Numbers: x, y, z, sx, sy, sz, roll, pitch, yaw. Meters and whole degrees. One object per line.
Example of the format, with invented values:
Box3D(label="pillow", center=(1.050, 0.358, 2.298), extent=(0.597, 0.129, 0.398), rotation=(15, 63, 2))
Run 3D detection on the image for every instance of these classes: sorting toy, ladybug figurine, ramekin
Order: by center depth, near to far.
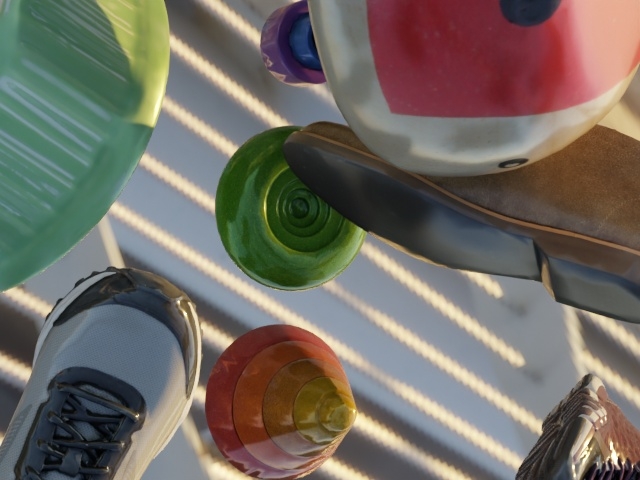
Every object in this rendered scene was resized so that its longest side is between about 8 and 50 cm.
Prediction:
Box3D(label="ladybug figurine", center=(0.122, -0.234, 1.207), extent=(0.305, 0.162, 0.449), rotation=(-39, 137, -39))
Box3D(label="ramekin", center=(-0.269, -0.121, 1.327), extent=(0.303, 0.303, 0.148), rotation=(-34, 144, 15))
Box3D(label="sorting toy", center=(0.000, 0.000, 1.418), extent=(0.127, 0.366, 0.126), rotation=(4, 178, -24))

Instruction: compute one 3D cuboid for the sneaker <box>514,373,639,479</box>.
Box3D(label="sneaker", center=(0.294, 0.235, 1.915), extent=(0.106, 0.162, 0.281), rotation=(-49, 177, 22))

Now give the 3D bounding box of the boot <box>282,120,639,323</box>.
Box3D(label="boot", center=(0.124, -0.041, 1.401), extent=(0.305, 0.115, 0.112), rotation=(19, 160, 12))

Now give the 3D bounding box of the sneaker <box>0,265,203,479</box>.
Box3D(label="sneaker", center=(-0.147, 0.137, 1.128), extent=(0.100, 0.108, 0.271), rotation=(25, 111, -11))
